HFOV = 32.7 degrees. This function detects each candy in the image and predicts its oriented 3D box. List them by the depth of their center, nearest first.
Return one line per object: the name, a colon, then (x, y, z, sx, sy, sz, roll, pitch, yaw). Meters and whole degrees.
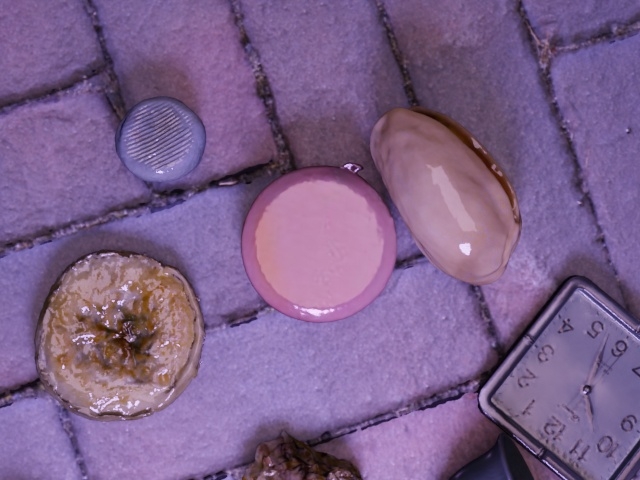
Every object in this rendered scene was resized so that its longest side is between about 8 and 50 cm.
candy: (0.000, 0.000, 1.689, 0.255, 0.094, 0.255, 0, 86, -3)

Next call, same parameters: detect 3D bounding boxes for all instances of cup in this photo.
cup: (0.250, 0.409, 1.649, 0.150, 0.199, 0.199, -25, 88, 14)

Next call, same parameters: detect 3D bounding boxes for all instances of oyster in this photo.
oyster: (-0.021, 0.399, 1.635, 0.223, 0.083, 0.214, 35, 51, 2)

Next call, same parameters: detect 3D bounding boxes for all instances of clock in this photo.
clock: (0.422, 0.233, 1.721, 0.273, 0.049, 0.279, 40, 85, 1)

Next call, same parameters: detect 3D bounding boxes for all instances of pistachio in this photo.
pistachio: (0.192, -0.068, 1.671, 0.187, 0.187, 0.299, -34, 82, -5)

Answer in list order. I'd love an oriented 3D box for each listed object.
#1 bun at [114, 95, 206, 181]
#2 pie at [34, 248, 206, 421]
bun: (-0.247, -0.152, 1.693, 0.140, 0.083, 0.141, 1, 76, -2)
pie: (-0.311, 0.146, 1.680, 0.274, 0.055, 0.274, 0, 87, -4)
